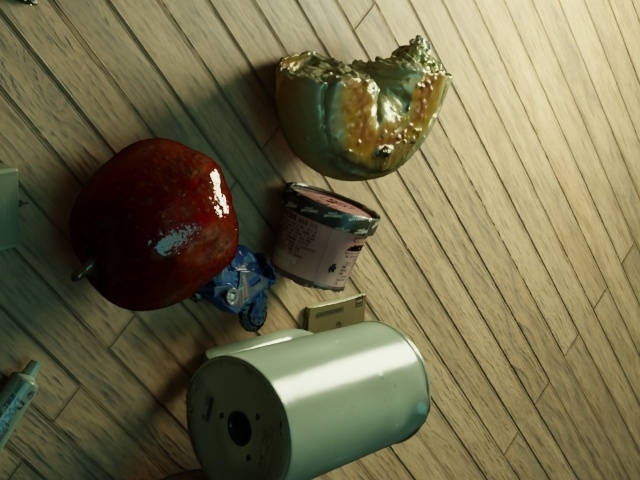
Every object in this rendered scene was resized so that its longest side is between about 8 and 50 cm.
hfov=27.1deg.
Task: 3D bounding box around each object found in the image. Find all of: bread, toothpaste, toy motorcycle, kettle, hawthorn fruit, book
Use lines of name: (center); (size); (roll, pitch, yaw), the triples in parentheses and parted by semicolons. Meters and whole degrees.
bread: (0.056, -0.188, 1.975); (0.314, 0.171, 0.192); (-21, 121, -41)
toothpaste: (-0.422, 0.248, 1.698); (0.064, 0.041, 0.218); (40, 75, -35)
toy motorcycle: (-0.129, 0.049, 1.931); (0.205, 0.076, 0.114); (43, 61, -44)
kettle: (-0.032, 0.236, 1.921); (0.318, 0.265, 0.205); (-13, 91, -46)
hawthorn fruit: (-0.227, -0.015, 1.712); (0.250, 0.215, 0.215); (-32, 125, -29)
book: (0.020, 0.192, 2.180); (0.138, 0.016, 0.198); (-11, 111, -46)

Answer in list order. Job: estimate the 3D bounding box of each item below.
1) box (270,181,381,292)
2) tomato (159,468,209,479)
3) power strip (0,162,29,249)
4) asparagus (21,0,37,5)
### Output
box: (0.000, 0.000, 2.000); (0.151, 0.151, 0.135); (6, 106, -49)
tomato: (-0.163, 0.486, 1.893); (0.317, 0.282, 0.316); (-11, 103, -56)
power strip: (-0.492, -0.019, 1.525); (0.367, 0.043, 0.106); (-14, 114, -45)
asparagus: (-0.397, -0.306, 1.556); (0.166, 0.013, 0.016); (21, 98, -48)
